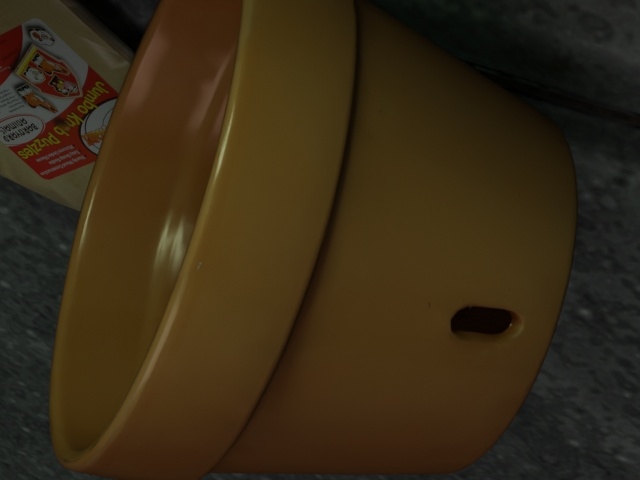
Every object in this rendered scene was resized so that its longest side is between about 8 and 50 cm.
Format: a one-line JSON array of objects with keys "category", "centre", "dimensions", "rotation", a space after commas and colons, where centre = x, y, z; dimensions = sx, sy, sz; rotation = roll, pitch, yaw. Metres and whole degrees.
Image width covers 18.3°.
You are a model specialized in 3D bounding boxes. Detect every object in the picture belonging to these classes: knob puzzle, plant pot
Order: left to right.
[{"category": "knob puzzle", "centre": [-0.148, -0.079, 1.215], "dimensions": [0.213, 0.030, 0.213], "rotation": [17, 145, 12]}, {"category": "plant pot", "centre": [0.000, 0.000, 1.034], "dimensions": [0.203, 0.291, 0.291], "rotation": [16, 149, -16]}]
